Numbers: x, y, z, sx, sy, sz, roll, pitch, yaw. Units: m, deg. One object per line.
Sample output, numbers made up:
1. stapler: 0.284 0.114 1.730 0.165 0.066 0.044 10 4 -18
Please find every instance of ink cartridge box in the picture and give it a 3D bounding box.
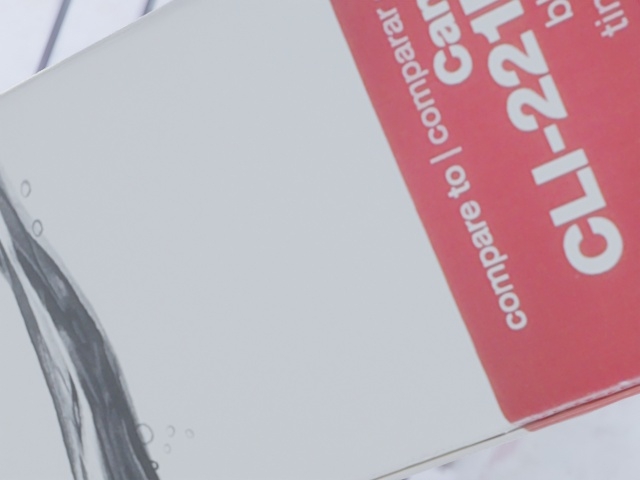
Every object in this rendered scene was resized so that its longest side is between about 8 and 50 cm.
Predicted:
1. ink cartridge box: 0.000 0.000 0.461 0.273 0.114 0.197 -25 178 28
